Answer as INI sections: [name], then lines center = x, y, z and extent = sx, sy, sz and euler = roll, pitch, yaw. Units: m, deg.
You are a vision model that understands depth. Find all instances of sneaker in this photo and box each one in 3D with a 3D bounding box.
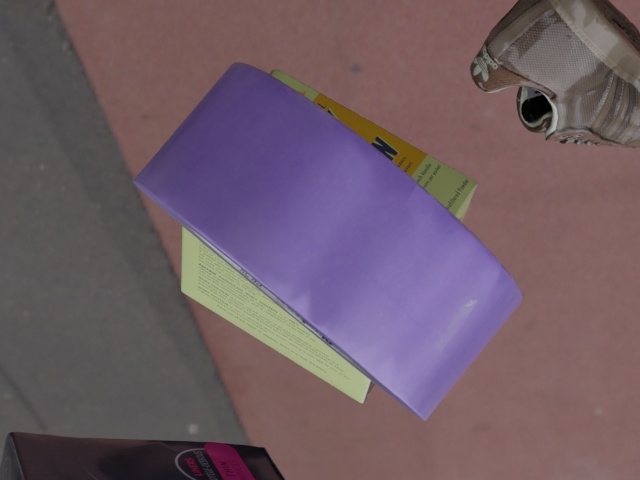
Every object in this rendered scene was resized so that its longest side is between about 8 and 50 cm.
[sneaker]
center = 0.139, -0.082, 0.701
extent = 0.071, 0.066, 0.188
euler = -34, 148, 19

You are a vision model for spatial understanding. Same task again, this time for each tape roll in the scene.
[tape roll]
center = 0.003, 0.001, 0.670
extent = 0.189, 0.080, 0.189
euler = 38, 175, 4

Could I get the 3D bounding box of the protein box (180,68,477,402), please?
[protein box]
center = 0.000, 0.000, 1.137
extent = 0.200, 0.136, 0.201
euler = 31, 152, 11

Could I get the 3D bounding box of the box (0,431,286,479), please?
[box]
center = -0.092, 0.248, 0.635
extent = 0.143, 0.165, 0.270
euler = 7, 106, -23
